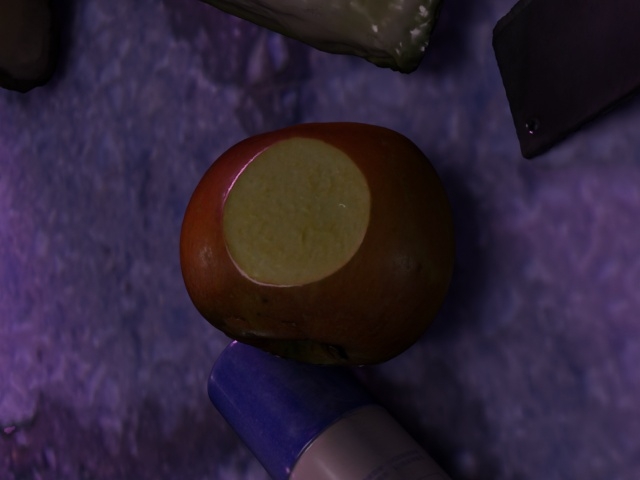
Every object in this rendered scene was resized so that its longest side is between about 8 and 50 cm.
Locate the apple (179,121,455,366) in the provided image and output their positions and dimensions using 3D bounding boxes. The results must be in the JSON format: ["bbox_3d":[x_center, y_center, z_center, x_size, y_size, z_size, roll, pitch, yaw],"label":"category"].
[{"bbox_3d":[0.000,0.000,0.513,0.114,0.099,0.102,5,72,17],"label":"apple"}]

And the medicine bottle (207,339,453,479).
[{"bbox_3d":[0.038,0.123,0.505,0.231,0.059,0.059,45,115,33],"label":"medicine bottle"}]

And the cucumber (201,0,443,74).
[{"bbox_3d":[-0.082,-0.184,0.551,0.325,0.105,0.145,26,99,4],"label":"cucumber"}]

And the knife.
[{"bbox_3d":[0.141,-0.106,0.423,0.245,0.019,0.072,-31,68,52],"label":"knife"}]

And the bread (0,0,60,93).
[{"bbox_3d":[-0.254,-0.220,0.683,0.162,0.204,0.262,0,84,37],"label":"bread"}]
